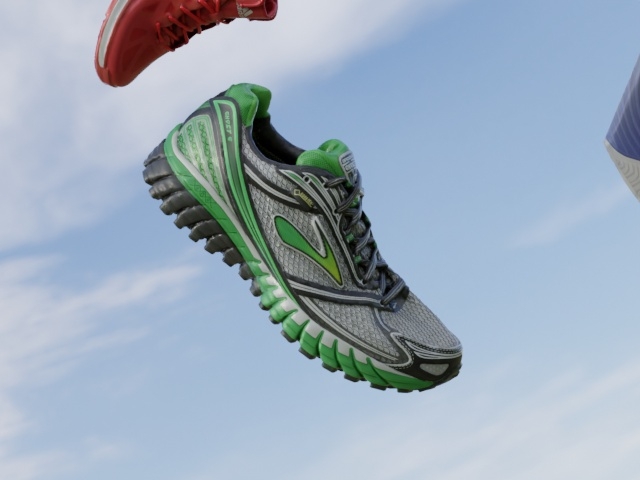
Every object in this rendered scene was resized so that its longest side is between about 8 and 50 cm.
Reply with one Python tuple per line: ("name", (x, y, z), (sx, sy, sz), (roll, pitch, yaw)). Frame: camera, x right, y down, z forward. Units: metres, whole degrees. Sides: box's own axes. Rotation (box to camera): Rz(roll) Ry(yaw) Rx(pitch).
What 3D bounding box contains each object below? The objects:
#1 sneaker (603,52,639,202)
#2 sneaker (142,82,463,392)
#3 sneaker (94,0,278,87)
("sneaker", (0.354, -0.045, 1.019), (0.182, 0.315, 0.127), (-41, -19, -39))
("sneaker", (0.000, 0.000, 1.398), (0.146, 0.343, 0.134), (-48, -5, 19))
("sneaker", (-0.126, -0.232, 1.576), (0.221, 0.128, 0.087), (-58, -21, -6))
